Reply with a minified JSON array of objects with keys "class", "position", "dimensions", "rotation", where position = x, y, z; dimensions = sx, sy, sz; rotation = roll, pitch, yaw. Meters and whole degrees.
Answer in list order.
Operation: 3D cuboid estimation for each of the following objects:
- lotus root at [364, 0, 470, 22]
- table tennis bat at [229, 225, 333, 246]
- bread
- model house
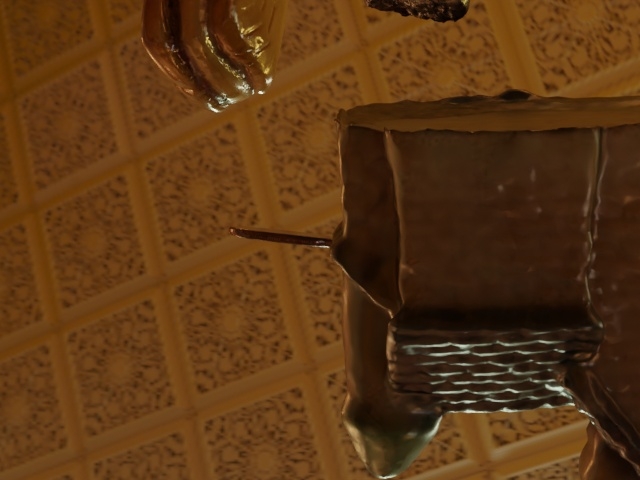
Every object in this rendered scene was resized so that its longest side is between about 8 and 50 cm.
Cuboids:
[{"class":"lotus root","position":[0.062,-0.235,0.732],"dimensions":[0.138,0.138,0.214],"rotation":[7,-82,29]},{"class":"table tennis bat","position":[0.000,0.000,1.072],"dimensions":[0.156,0.087,0.013],"rotation":[5,-88,-6]},{"class":"bread","position":[-0.071,-0.200,0.949],"dimensions":[0.077,0.116,0.200],"rotation":[-3,-116,20]},{"class":"model house","position":[0.158,0.038,0.881],"dimensions":[0.298,0.243,0.284],"rotation":[-1,-83,2]}]
